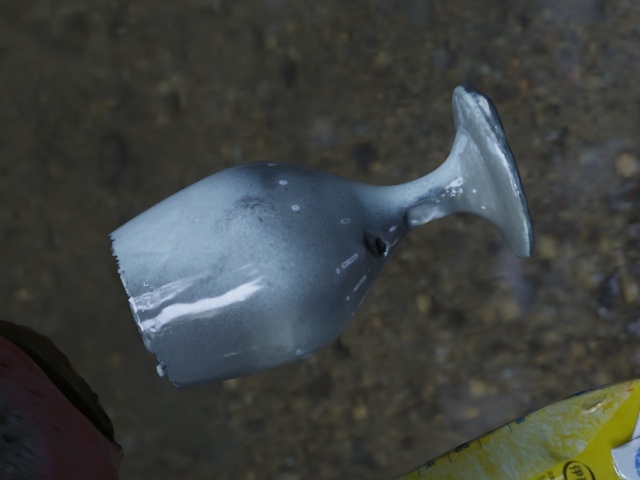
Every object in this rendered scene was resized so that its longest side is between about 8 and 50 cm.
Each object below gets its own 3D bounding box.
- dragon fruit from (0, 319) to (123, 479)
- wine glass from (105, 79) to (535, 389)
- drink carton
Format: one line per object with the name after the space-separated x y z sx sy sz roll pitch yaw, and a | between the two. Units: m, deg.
-0.140 0.105 0.440 0.290 0.290 0.189 48 116 29 | dragon fruit
0.000 0.000 1.153 0.126 0.241 0.126 159 90 -87 | wine glass
0.098 0.098 0.740 0.200 0.084 0.074 -27 80 5 | drink carton
